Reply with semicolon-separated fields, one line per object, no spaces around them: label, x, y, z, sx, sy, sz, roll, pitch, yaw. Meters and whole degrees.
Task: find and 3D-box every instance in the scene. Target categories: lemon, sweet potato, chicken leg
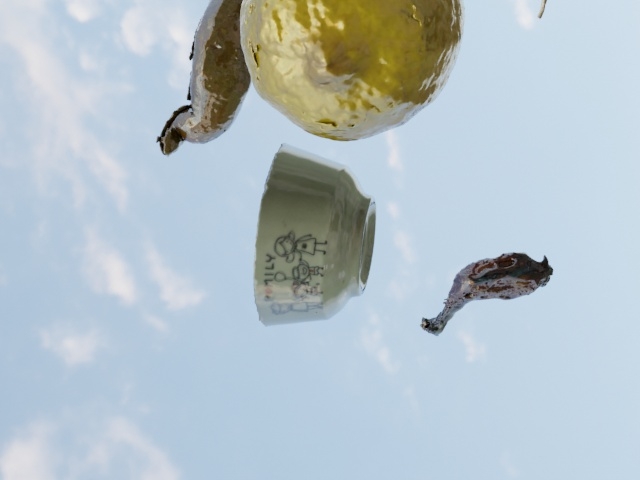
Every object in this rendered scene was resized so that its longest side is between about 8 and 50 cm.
lemon;0.028;-0.185;0.931;0.192;0.192;0.231;56;-150;-16
sweet potato;-0.120;-0.244;1.388;0.098;0.124;0.310;25;-98;1
chicken leg;0.268;0.085;1.810;0.106;0.253;0.051;46;-151;-33

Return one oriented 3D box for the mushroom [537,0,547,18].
mushroom;0.393;-0.507;1.778;0.026;0.028;0.286;-34;-45;-53

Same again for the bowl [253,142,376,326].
bowl;0.000;0.000;1.219;0.211;0.112;0.211;7;-90;-79
